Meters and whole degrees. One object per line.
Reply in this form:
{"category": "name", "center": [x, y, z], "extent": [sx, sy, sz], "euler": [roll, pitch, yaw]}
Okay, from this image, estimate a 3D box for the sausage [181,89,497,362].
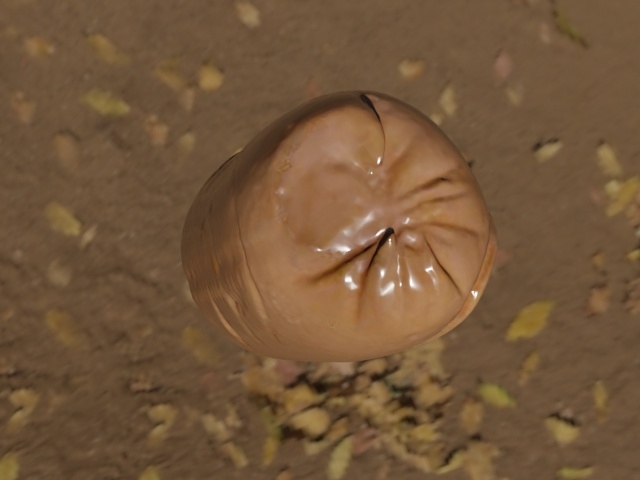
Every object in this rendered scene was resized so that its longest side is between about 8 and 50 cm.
{"category": "sausage", "center": [0.000, 0.000, 0.865], "extent": [0.121, 0.304, 0.121], "euler": [1, 86, -11]}
